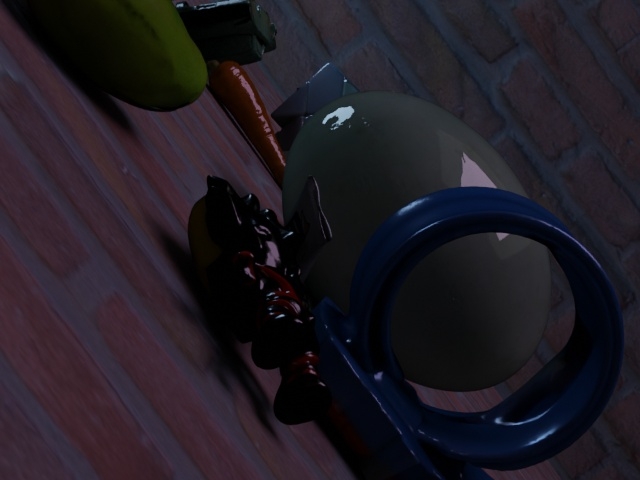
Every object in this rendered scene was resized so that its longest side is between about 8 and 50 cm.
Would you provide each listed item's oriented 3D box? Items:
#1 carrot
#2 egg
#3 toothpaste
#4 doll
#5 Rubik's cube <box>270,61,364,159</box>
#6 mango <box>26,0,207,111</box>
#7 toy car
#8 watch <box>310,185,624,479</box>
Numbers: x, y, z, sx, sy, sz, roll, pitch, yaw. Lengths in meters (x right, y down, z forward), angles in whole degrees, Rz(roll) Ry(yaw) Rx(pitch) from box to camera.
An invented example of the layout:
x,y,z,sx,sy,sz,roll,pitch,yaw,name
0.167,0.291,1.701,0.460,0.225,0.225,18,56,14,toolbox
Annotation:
x,y,z,sx,sy,sz,roll,pitch,yaw,name
-0.093,-0.172,2.076,0.256,0.061,0.061,56,6,4,carrot
0.111,-0.002,1.591,0.389,0.276,0.276,58,6,15,egg
-0.023,0.013,1.140,0.205,0.036,0.056,119,-44,-64,toothpaste
-0.051,0.032,1.039,0.248,0.088,0.127,-113,-154,-52,doll
0.046,-0.133,2.191,0.265,0.224,0.213,50,2,26,Rubik's cube
-0.179,-0.193,1.187,0.233,0.111,0.125,44,18,-52,mango
-0.154,-0.330,2.189,0.321,0.141,0.097,0,82,-84,toy car
0.151,0.116,1.224,0.305,0.274,0.241,48,6,-12,watch
